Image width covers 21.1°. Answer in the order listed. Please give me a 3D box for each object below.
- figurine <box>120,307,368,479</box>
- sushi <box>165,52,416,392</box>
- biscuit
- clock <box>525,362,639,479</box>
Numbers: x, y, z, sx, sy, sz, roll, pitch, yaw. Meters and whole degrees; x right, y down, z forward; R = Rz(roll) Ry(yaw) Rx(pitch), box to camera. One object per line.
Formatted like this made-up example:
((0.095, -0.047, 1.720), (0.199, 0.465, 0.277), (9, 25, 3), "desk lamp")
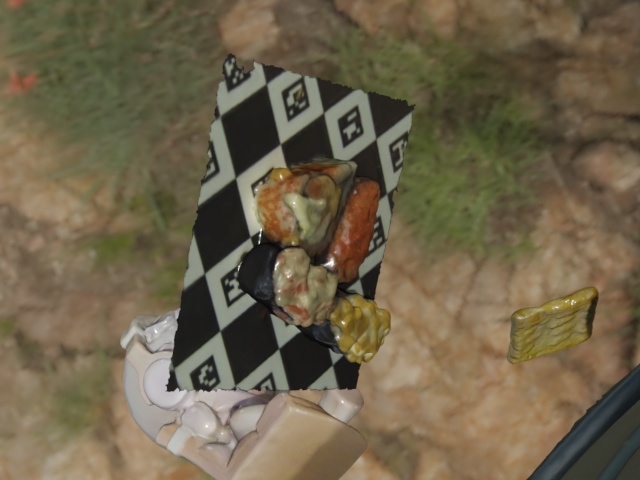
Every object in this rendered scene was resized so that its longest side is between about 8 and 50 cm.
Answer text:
((-0.077, 0.122, 1.380), (0.141, 0.162, 0.237), (-57, 41, 5), "figurine")
((0.000, 0.000, 0.658), (0.026, 0.120, 0.126), (14, 96, 39), "sushi")
((0.202, 0.074, 1.497), (0.083, 0.081, 0.018), (84, 165, -57), "biscuit")
((0.133, 0.110, 0.616), (0.067, 0.325, 0.325), (44, 139, -2), "clock")
